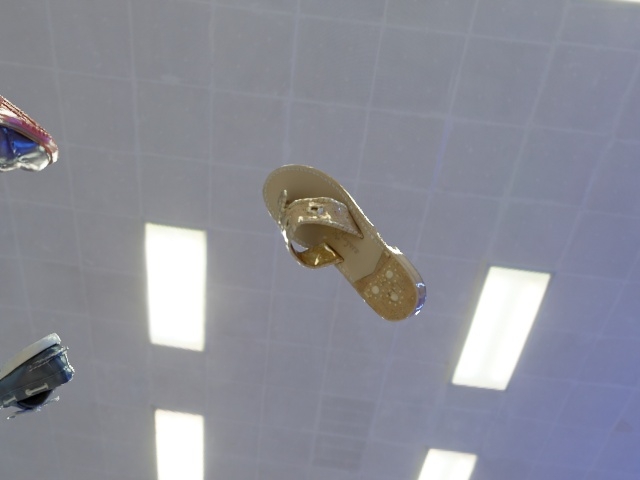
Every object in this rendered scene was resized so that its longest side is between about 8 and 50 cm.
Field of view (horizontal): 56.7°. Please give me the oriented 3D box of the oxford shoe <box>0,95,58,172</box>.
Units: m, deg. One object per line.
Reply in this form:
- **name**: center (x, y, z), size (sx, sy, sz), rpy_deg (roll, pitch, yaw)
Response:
- **oxford shoe**: center (-0.333, -0.100, 0.555), size (0.096, 0.271, 0.098), rpy_deg (35, -97, 1)

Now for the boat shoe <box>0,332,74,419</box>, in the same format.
- **boat shoe**: center (-0.437, 0.218, 0.893), size (0.254, 0.095, 0.079), rpy_deg (-36, -93, 37)

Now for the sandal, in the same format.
- **sandal**: center (0.003, -0.005, 0.618), size (0.240, 0.079, 0.088), rpy_deg (43, -67, 24)
